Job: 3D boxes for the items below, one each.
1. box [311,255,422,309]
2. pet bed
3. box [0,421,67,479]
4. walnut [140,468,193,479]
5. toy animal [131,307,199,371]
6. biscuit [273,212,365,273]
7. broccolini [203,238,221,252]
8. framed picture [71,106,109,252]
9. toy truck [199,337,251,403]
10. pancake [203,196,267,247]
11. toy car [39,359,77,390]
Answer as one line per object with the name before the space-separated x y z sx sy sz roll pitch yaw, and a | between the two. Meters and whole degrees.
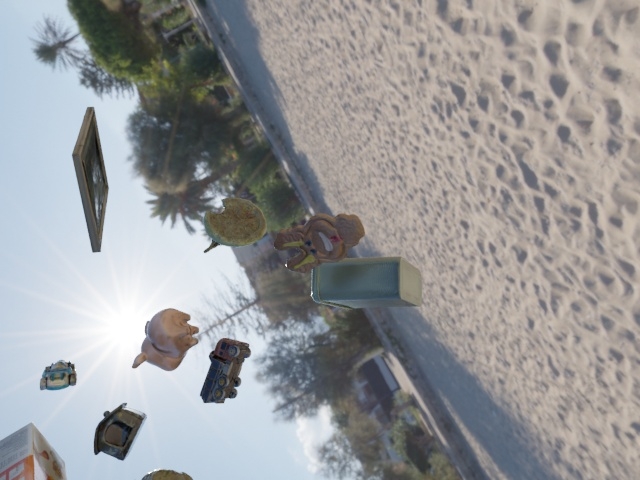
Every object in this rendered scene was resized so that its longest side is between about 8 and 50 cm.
box | 0.193 0.173 1.681 0.352 0.343 0.178 29 -118 -60
pet bed | -0.779 0.723 1.643 0.159 0.183 0.211 25 159 -7
box | -0.886 0.759 1.299 0.341 0.143 0.225 22 136 52
walnut | -0.491 0.854 1.308 0.227 0.282 0.283 64 177 -32
toy animal | -0.667 0.430 1.858 0.237 0.269 0.326 -93 0 -46
biscuit | 0.000 0.002 1.398 0.186 0.295 0.044 58 -164 -25
broccolini | -0.477 0.011 1.880 0.201 0.058 0.074 -41 -37 -70
framed picture | -0.746 -0.215 1.404 0.446 0.028 0.326 -121 32 -50
toy truck | -0.282 0.384 1.258 0.092 0.192 0.083 13 168 26
pancake | -0.333 -0.074 1.701 0.254 0.253 0.037 60 151 26
toy car | -1.038 0.514 1.704 0.161 0.126 0.098 -130 48 -55
